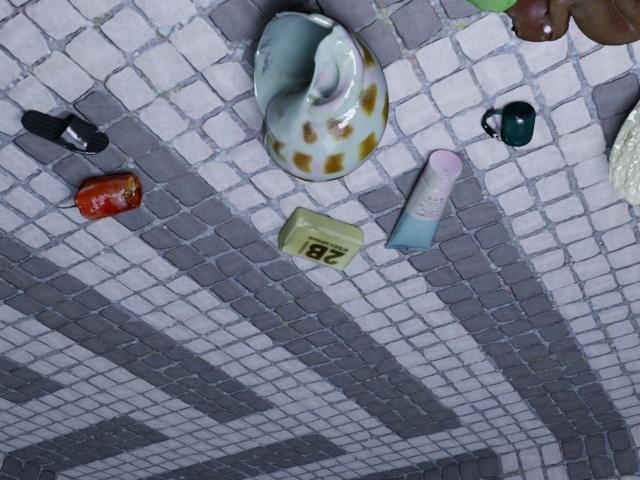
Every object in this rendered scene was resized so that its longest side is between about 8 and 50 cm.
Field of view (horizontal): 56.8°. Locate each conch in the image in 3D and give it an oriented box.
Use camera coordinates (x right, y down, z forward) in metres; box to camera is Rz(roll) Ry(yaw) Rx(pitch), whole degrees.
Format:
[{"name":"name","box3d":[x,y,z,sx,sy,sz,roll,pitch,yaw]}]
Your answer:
[{"name":"conch","box3d":[-0.008,-0.224,1.007,0.249,0.197,0.368,47,136,4]}]

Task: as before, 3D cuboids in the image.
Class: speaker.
[{"name":"speaker","box3d":[0.353,-0.216,1.110,0.094,0.060,0.075,-6,137,7]}]

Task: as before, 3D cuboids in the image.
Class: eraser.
[{"name":"eraser","box3d":[0.000,0.000,1.359,0.172,0.058,0.117,19,135,-20]}]

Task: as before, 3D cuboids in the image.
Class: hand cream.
[{"name":"hand cream","box3d":[0.230,-0.068,1.293,0.111,0.070,0.312,5,147,-8]}]

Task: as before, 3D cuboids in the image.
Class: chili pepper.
[{"name":"chili pepper","box3d":[-0.472,-0.087,1.244,0.191,0.084,0.086,-10,105,8]}]

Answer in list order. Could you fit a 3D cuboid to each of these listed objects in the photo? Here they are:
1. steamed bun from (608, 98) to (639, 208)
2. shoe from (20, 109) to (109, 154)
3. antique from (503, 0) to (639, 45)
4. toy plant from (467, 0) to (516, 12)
[{"name":"steamed bun","box3d":[0.685,-0.166,1.059,0.272,0.273,0.290,44,134,16]},{"name":"shoe","box3d":[-0.481,-0.211,1.114,0.159,0.062,0.053,18,148,-13]},{"name":"antique","box3d":[0.408,-0.365,0.902,0.256,0.121,0.143,-6,148,-3]},{"name":"toy plant","box3d":[0.056,-0.417,0.724,0.355,0.210,0.317,-15,103,-15]}]
